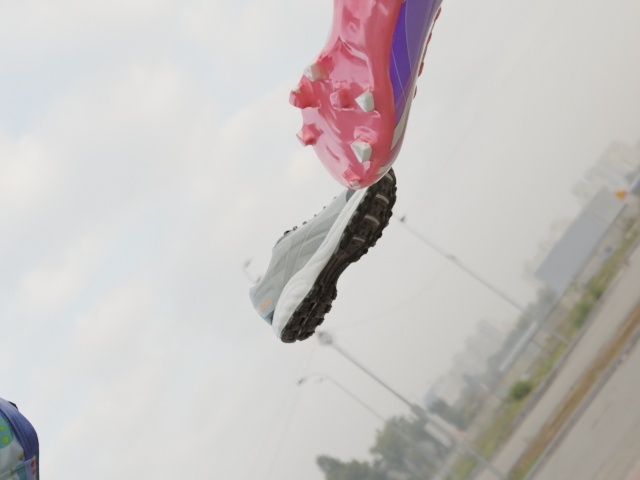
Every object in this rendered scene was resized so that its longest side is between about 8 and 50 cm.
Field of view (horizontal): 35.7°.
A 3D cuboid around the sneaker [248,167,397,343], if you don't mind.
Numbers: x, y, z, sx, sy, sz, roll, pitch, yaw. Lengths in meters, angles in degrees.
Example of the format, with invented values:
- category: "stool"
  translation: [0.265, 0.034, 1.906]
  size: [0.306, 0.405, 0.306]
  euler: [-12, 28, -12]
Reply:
- category: "sneaker"
  translation: [0.000, 0.000, 1.299]
  size: [0.271, 0.108, 0.100]
  euler: [-54, -29, 5]

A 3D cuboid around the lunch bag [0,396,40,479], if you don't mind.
- category: "lunch bag"
  translation: [-0.294, 0.213, 0.748]
  size: [0.090, 0.176, 0.218]
  euler: [-22, -66, -56]

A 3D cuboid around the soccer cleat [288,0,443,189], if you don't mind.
- category: "soccer cleat"
  translation: [0.040, -0.124, 0.583]
  size: [0.095, 0.083, 0.248]
  euler: [-34, -28, -25]
